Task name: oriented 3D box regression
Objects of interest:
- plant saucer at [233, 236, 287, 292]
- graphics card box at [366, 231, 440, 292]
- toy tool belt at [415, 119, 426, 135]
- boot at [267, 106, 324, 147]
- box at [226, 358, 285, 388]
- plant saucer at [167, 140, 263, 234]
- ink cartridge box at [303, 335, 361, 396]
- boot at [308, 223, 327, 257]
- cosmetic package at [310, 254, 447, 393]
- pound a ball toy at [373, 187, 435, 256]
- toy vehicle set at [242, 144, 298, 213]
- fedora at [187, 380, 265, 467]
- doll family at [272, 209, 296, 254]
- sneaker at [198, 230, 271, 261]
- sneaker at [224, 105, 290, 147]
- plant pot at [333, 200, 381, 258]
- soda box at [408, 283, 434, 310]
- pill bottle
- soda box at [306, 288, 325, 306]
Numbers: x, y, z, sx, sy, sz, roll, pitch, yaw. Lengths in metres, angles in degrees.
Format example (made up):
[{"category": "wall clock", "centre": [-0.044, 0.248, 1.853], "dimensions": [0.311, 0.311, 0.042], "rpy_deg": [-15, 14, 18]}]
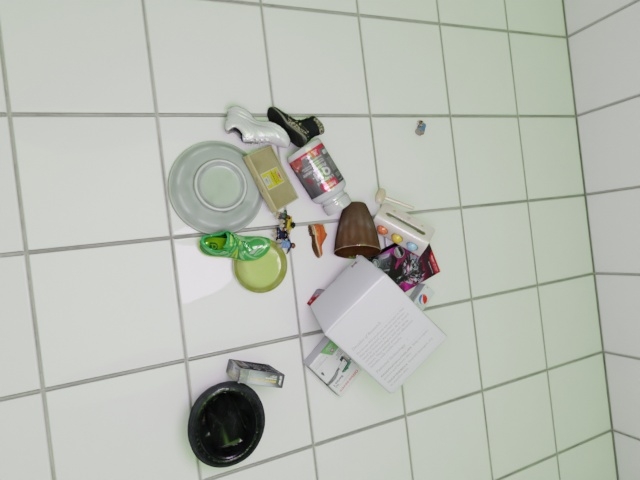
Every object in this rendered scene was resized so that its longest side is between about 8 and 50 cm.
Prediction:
[{"category": "plant saucer", "centre": [-0.262, 0.107, 1.848], "dimensions": [0.240, 0.037, 0.241], "rpy_deg": [1, 86, -23]}, {"category": "graphics card box", "centre": [0.395, 0.126, 2.094], "dimensions": [0.370, 0.094, 0.233], "rpy_deg": [-25, 97, -21]}, {"category": "toy tool belt", "centre": [0.525, -0.587, 2.201], "dimensions": [0.052, 0.051, 0.083], "rpy_deg": [16, 81, -22]}, {"category": "boot", "centre": [-0.109, -0.529, 1.920], "dimensions": [0.236, 0.085, 0.178], "rpy_deg": [44, 48, 10]}, {"category": "box", "centre": [-0.267, 0.536, 1.722], "dimensions": [0.183, 0.231, 0.056], "rpy_deg": [15, 79, -22]}, {"category": "plant saucer", "centre": [-0.420, -0.222, 1.764], "dimensions": [0.400, 0.100, 0.401], "rpy_deg": [1, 87, -22]}, {"category": "ink cartridge box", "centre": [0.056, 0.571, 1.931], "dimensions": [0.219, 0.092, 0.160], "rpy_deg": [47, 72, -14]}, {"category": "boot", "centre": [0.000, 0.000, 1.954], "dimensions": [0.084, 0.059, 0.158], "rpy_deg": [-10, 90, -28]}, {"category": "cosmetic package", "centre": [0.226, 0.331, 1.765], "dimensions": [0.327, 0.329, 0.393], "rpy_deg": [-45, 106, 0]}, {"category": "pound a ball toy", "centre": [0.363, -0.074, 1.976], "dimensions": [0.319, 0.208, 0.136], "rpy_deg": [30, 60, 8]}, {"category": "toy vehicle set", "centre": [-0.212, -0.268, 1.849], "dimensions": [0.166, 0.035, 0.267], "rpy_deg": [-37, 103, -47]}, {"category": "fedora", "centre": [-0.383, 0.715, 1.707], "dimensions": [0.333, 0.152, 0.334], "rpy_deg": [-1, 91, -23]}, {"category": "doll family", "centre": [-0.152, -0.038, 1.876], "dimensions": [0.111, 0.076, 0.193], "rpy_deg": [13, 89, -62]}, {"category": "sneaker", "centre": [-0.348, 0.024, 1.735], "dimensions": [0.295, 0.123, 0.110], "rpy_deg": [0, 75, -8]}, {"category": "sneaker", "centre": [-0.273, -0.455, 1.825], "dimensions": [0.297, 0.111, 0.129], "rpy_deg": [20, 68, -12]}, {"category": "plant pot", "centre": [0.166, -0.054, 1.961], "dimensions": [0.215, 0.215, 0.231], "rpy_deg": [7, 70, -22]}, {"category": "soda box", "centre": [0.475, 0.321, 2.131], "dimensions": [0.074, 0.069, 0.216], "rpy_deg": [42, 74, -16]}, {"category": "pill bottle", "centre": [0.003, -0.276, 1.901], "dimensions": [0.176, 0.176, 0.319], "rpy_deg": [-37, 101, -20]}, {"category": "soda box", "centre": [0.070, 0.332, 1.952], "dimensions": [0.263, 0.083, 0.092], "rpy_deg": [40, 76, -16]}]
